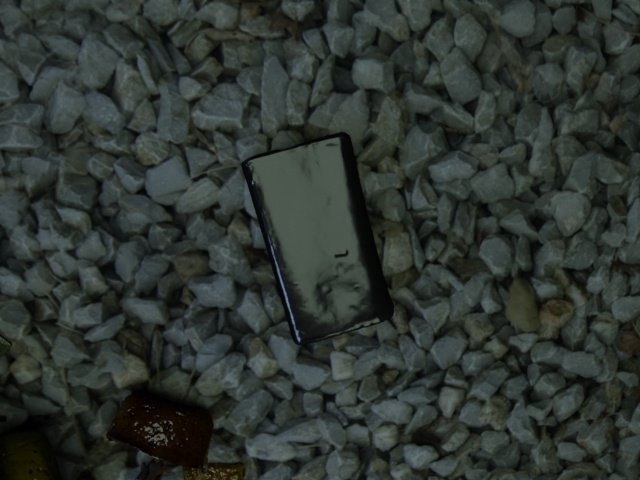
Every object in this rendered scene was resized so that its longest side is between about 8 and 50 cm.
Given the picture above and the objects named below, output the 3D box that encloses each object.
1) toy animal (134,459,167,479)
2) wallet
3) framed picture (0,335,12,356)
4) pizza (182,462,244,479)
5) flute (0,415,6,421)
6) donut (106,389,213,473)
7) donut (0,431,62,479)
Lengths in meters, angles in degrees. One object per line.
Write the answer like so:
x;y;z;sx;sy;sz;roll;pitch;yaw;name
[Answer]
-0.396;0.588;1.325;0.225;0.284;0.302;18;99;-8;toy animal
0.000;0.000;1.378;0.228;0.062;0.406;-16;101;-4;wallet
-0.740;0.234;1.281;0.173;0.010;0.231;42;53;-14;framed picture
-0.219;0.539;1.461;0.131;0.041;0.178;-25;103;-3;pizza
-0.734;0.348;1.287;0.269;0.014;0.014;17;101;-52;flute
-0.317;0.392;1.379;0.186;0.144;0.126;14;77;16;donut
-0.559;0.500;1.319;0.107;0.272;0.272;-13;103;-26;donut
